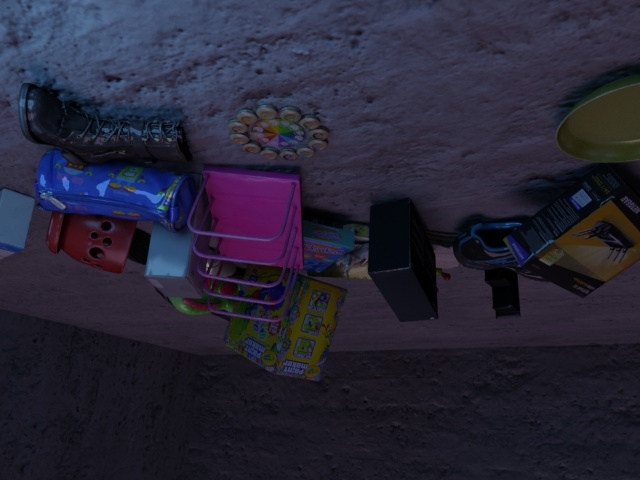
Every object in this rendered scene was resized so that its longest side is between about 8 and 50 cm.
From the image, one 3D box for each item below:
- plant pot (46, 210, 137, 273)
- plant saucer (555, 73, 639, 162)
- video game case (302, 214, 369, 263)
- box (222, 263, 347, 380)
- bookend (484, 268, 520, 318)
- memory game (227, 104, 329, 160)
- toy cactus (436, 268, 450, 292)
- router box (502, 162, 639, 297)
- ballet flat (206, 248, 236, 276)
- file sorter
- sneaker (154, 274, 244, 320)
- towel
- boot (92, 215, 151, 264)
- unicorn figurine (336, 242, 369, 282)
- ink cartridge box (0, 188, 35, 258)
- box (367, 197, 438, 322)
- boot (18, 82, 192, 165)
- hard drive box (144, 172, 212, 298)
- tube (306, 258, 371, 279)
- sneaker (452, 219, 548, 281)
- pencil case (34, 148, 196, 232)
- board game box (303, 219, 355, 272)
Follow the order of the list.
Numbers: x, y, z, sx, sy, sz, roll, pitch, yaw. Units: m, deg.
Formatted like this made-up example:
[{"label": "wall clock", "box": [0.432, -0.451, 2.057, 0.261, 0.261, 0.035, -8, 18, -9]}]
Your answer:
[{"label": "plant pot", "box": [-0.503, -0.033, 1.239, 0.174, 0.191, 0.191, 13, 158, -20]}, {"label": "plant saucer", "box": [0.495, -0.193, 0.868, 0.241, 0.037, 0.241, 3, 160, 1]}, {"label": "video game case", "box": [0.000, 0.000, 1.473, 0.210, 0.042, 0.232, 9, 160, -12]}, {"label": "box", "box": [-0.110, 0.230, 1.657, 0.177, 0.279, 0.290, 21, 175, -40]}, {"label": "bookend", "box": [0.515, 0.132, 1.598, 0.072, 0.157, 0.156, -10, 157, 31]}, {"label": "memory game", "box": [-0.076, -0.189, 1.001, 0.186, 0.012, 0.186, 3, 161, 1]}, {"label": "toy cactus", "box": [0.263, 0.100, 1.670, 0.180, 0.112, 0.219, 35, 150, -23]}, {"label": "router box", "box": [0.569, -0.008, 1.165, 0.309, 0.081, 0.243, 20, 126, -40]}, {"label": "ballet flat", "box": [-0.371, 0.055, 1.641, 0.248, 0.086, 0.086, 7, 160, -9]}, {"label": "file sorter", "box": [-0.152, 0.017, 1.182, 0.202, 0.182, 0.291, 7, 140, 6]}, {"label": "sneaker", "box": [-0.355, 0.170, 1.865, 0.202, 0.185, 0.483, 18, 172, 31]}, {"label": "towel", "box": [0.265, 0.026, 1.499, 0.282, 0.049, 0.187, 6, 159, -7]}, {"label": "boot", "box": [-0.586, -0.005, 1.521, 0.161, 0.083, 0.246, -1, 156, 32]}, {"label": "unicorn figurine", "box": [0.085, 0.049, 1.397, 0.060, 0.162, 0.111, 43, 155, 5]}, {"label": "ink cartridge box", "box": [-0.802, -0.029, 1.372, 0.231, 0.134, 0.078, -14, 155, 39]}, {"label": "box", "box": [0.198, 0.055, 1.303, 0.103, 0.184, 0.261, -11, 144, 20]}, {"label": "boot", "box": [-0.347, -0.190, 0.943, 0.229, 0.091, 0.263, 1, 170, 4]}, {"label": "hard drive box", "box": [-0.301, -0.006, 1.218, 0.089, 0.232, 0.181, 3, 160, 0]}, {"label": "tube", "box": [0.081, 0.081, 1.643, 0.240, 0.062, 0.070, 2, 178, 10]}, {"label": "sneaker", "box": [0.501, 0.021, 1.338, 0.341, 0.125, 0.140, 2, 159, 1]}, {"label": "pencil case", "box": [-0.402, -0.095, 1.085, 0.306, 0.133, 0.119, 10, 125, 2]}, {"label": "board game box", "box": [-0.031, 0.017, 1.392, 0.160, 0.047, 0.210, 13, 155, -20]}]
